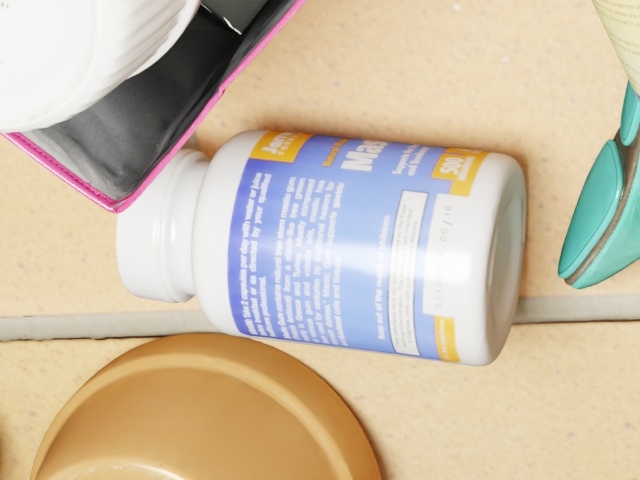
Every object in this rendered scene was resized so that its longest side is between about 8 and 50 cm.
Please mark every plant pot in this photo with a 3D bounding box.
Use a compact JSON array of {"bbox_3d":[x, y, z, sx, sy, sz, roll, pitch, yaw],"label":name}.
[{"bbox_3d":[-0.112,0.232,1.448,0.291,0.203,0.290,2,100,14],"label":"plant pot"}]

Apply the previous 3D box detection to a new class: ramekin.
[{"bbox_3d":[-0.170,-0.156,1.009,0.207,0.109,0.207,9,124,14],"label":"ramekin"}]

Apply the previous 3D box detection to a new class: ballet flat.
[{"bbox_3d":[0.231,-0.056,1.268,0.087,0.083,0.247,11,128,-4],"label":"ballet flat"}]

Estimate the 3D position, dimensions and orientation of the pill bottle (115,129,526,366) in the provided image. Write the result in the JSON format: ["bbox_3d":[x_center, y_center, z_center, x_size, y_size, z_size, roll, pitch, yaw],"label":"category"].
[{"bbox_3d":[0.000,0.000,1.343,0.272,0.152,0.152,7,124,16],"label":"pill bottle"}]

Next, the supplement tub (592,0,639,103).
[{"bbox_3d":[0.255,-0.173,1.033,0.228,0.228,0.316,-16,119,28],"label":"supplement tub"}]

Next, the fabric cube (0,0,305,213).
[{"bbox_3d":[-0.115,-0.227,1.170,0.254,0.258,0.259,39,126,-8],"label":"fabric cube"}]
